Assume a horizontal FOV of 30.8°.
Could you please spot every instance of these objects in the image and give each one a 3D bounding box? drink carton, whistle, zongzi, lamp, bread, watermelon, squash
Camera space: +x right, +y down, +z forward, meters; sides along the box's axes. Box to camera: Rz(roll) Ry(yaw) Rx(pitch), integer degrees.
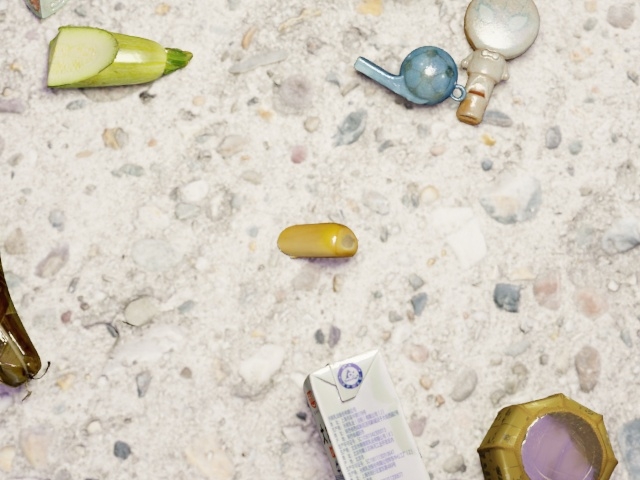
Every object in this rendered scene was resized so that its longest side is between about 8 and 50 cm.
[{"bbox_3d":[0.078,0.301,1.477,0.107,0.130,0.314,-18,80,-10],"label":"drink carton"},{"bbox_3d":[0.133,-0.238,1.614,0.158,0.090,0.090,31,78,3],"label":"whistle"},{"bbox_3d":[-0.406,0.082,1.510,0.187,0.084,0.184,35,68,-5],"label":"zongzi"},{"bbox_3d":[0.243,-0.268,1.646,0.107,0.057,0.220,18,82,5],"label":"whistle"},{"bbox_3d":[0.283,0.275,1.472,0.161,0.185,0.161,1,76,-6],"label":"lamp"},{"bbox_3d":[-0.001,0.000,1.577,0.062,0.103,0.049,3,88,-48],"label":"bread"},{"bbox_3d":[-0.376,-0.357,1.604,0.085,0.061,0.085,0,83,4],"label":"watermelon"},{"bbox_3d":[-0.273,-0.250,1.585,0.200,0.075,0.090,-3,53,-7],"label":"squash"}]
